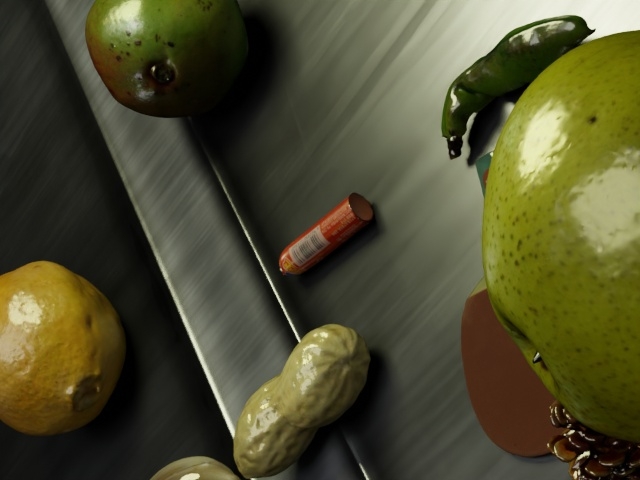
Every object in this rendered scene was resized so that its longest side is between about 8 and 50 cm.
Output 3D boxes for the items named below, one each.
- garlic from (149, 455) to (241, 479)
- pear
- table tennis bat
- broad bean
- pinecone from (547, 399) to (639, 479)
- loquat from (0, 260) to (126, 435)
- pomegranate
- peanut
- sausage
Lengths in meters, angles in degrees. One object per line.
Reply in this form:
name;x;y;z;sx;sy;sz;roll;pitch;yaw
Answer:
garlic;-0.102;0.268;1.489;0.194;0.127;0.131;-26;77;14
pear;0.246;-0.005;1.005;0.294;0.294;0.294;-18;65;47
table tennis bat;0.171;0.049;1.282;0.154;0.021;0.274;-30;59;42
broad bean;0.166;-0.149;1.325;0.195;0.046;0.061;-44;60;40
pinecone;0.222;0.134;1.134;0.109;0.102;0.102;91;158;-45
loquat;-0.326;0.124;1.750;0.187;0.176;0.234;-50;46;5
pomegranate;-0.164;-0.236;1.673;0.180;0.180;0.209;-44;20;34
peanut;-0.022;0.157;1.432;0.187;0.082;0.082;-47;47;26
sausage;0.000;0.000;1.493;0.129;0.034;0.034;-40;51;37
